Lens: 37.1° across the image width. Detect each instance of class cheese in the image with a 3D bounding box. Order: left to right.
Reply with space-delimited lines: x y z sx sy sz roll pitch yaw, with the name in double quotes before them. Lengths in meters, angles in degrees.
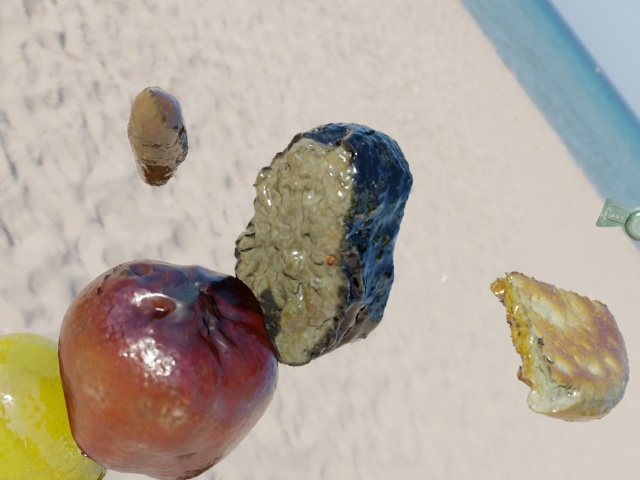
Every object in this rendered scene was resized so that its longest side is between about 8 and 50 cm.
"cheese" 0.555 -0.034 1.688 0.120 0.067 0.026 17 22 -2

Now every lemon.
"lemon" -0.414 0.265 1.383 0.263 0.235 0.236 57 12 -40

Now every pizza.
"pizza" 0.312 0.134 1.272 0.226 0.086 0.335 44 29 10

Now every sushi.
"sushi" 0.000 0.000 1.352 0.170 0.350 0.211 -7 34 -45

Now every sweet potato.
"sweet potato" -0.152 -0.093 0.895 0.060 0.206 0.068 26 64 -3

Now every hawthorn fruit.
"hawthorn fruit" -0.196 0.176 1.254 0.295 0.294 0.311 -97 -177 -55
